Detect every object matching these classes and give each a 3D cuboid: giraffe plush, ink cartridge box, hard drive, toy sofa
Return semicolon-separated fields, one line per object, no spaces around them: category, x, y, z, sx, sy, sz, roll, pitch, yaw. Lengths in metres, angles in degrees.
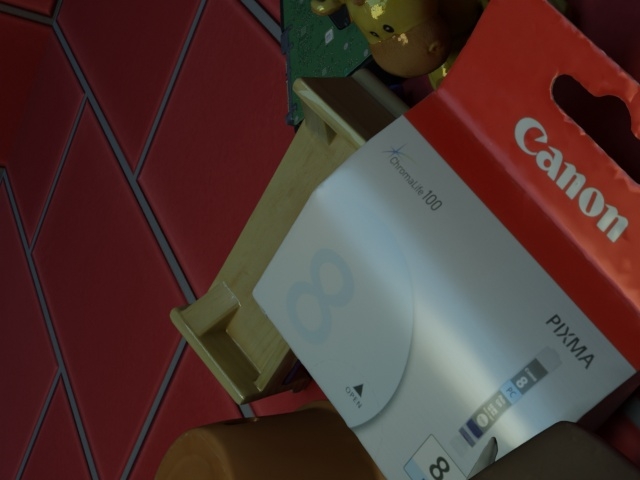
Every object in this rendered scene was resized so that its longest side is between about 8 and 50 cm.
giraffe plush;0.097;-0.214;0.962;0.210;0.170;0.181;53;131;8
ink cartridge box;0.127;0.022;0.874;0.308;0.091;0.385;52;130;27
hard drive;0.066;-0.290;1.217;0.339;0.064;0.236;-34;52;48
toy sofa;0.000;0.000;1.175;0.150;0.177;0.362;47;123;25

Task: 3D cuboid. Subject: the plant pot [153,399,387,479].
plant pot;-0.043;0.294;1.059;0.291;0.204;0.290;-26;58;52

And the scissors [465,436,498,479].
scissors;0.091;0.265;0.879;0.109;0.021;0.297;16;125;29

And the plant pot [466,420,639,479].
plant pot;0.150;0.256;0.726;0.229;0.263;0.263;-46;33;-5
